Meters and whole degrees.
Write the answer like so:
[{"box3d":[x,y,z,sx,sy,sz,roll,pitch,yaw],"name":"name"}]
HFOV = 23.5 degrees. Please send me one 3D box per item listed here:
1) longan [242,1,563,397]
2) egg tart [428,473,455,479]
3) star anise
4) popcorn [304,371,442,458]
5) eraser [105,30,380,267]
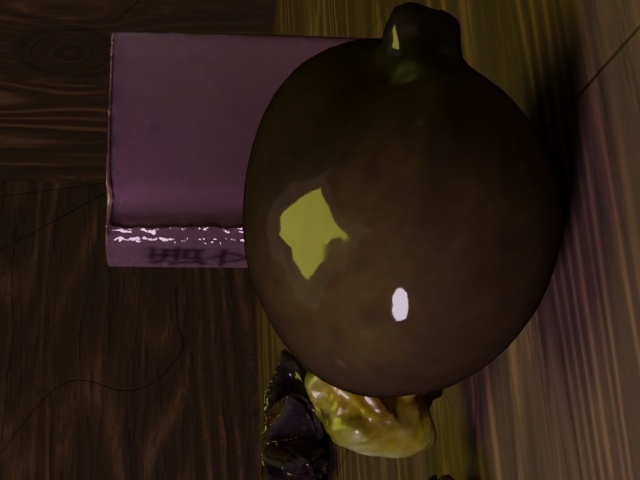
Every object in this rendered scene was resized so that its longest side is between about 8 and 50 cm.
[{"box3d":[0.065,-0.030,1.171,0.300,0.243,0.300,-7,82,63],"name":"longan"},{"box3d":[0.087,0.370,1.419,0.315,0.120,0.315,180,90,-83],"name":"egg tart"},{"box3d":[-0.042,0.349,2.557,0.332,0.117,0.332,2,-90,-88],"name":"star anise"},{"box3d":[0.067,0.042,1.446,0.225,0.173,0.286,115,156,-55],"name":"popcorn"},{"box3d":[-0.073,-0.107,1.831,0.122,0.359,0.272,104,165,-69],"name":"eraser"}]
